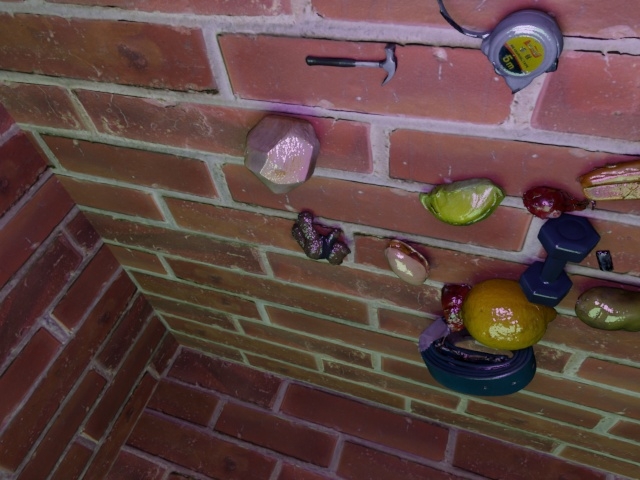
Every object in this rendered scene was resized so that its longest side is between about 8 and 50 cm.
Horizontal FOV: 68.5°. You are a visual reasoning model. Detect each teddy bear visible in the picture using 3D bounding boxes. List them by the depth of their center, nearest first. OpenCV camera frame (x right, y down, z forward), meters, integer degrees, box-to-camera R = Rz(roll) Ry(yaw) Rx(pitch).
[{"bbox_3d":[-0.009,0.015,1.790,0.251,0.129,0.182,31,146,-10],"label":"teddy bear"}]

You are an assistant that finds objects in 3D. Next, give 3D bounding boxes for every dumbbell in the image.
[{"bbox_3d":[0.717,0.066,1.431,0.156,0.144,0.316,12,143,16],"label":"dumbbell"}]

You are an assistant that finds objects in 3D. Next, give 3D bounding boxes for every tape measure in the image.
[{"bbox_3d":[0.373,-0.463,0.980,0.330,0.084,0.164,39,140,-24],"label":"tape measure"}]

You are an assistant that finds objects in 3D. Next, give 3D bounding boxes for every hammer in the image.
[{"bbox_3d":[0.077,-0.454,1.215,0.246,0.029,0.103,9,142,22],"label":"hammer"}]

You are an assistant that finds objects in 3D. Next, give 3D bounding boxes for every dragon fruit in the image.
[{"bbox_3d":[0.659,-0.102,1.296,0.190,0.094,0.094,8,142,14],"label":"dragon fruit"},{"bbox_3d":[0.531,0.256,1.786,0.120,0.161,0.127,-13,142,43],"label":"dragon fruit"}]

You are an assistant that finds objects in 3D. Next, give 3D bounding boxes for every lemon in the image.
[{"bbox_3d":[0.644,0.257,1.634,0.319,0.245,0.245,-1,139,23],"label":"lemon"}]

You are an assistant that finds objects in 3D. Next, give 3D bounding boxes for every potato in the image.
[{"bbox_3d":[0.954,0.219,1.505,0.248,0.144,0.169,0,177,23],"label":"potato"}]

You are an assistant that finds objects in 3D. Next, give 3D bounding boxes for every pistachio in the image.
[{"bbox_3d":[0.310,0.087,1.713,0.200,0.117,0.145,34,149,-13],"label":"pistachio"}]

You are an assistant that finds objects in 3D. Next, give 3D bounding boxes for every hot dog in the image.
[{"bbox_3d":[0.783,-0.152,1.165,0.269,0.072,0.109,1,130,33],"label":"hot dog"}]

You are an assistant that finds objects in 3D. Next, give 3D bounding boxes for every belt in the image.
[{"bbox_3d":[0.609,0.439,1.849,0.436,0.300,0.173,3,139,31],"label":"belt"}]

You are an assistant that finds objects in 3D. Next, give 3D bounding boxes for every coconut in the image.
[{"bbox_3d":[-0.118,-0.256,1.404,0.237,0.237,0.197,48,180,-31],"label":"coconut"}]

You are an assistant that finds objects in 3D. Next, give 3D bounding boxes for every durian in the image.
[{"bbox_3d":[0.425,-0.114,1.407,0.250,0.101,0.139,-13,96,40],"label":"durian"}]

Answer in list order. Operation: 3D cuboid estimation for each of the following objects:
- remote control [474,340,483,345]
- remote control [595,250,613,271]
[{"bbox_3d":[0.636,0.322,1.771,0.087,0.190,0.029,14,135,14],"label":"remote control"},{"bbox_3d":[0.879,0.066,1.451,0.039,0.014,0.096,-7,136,36],"label":"remote control"}]
